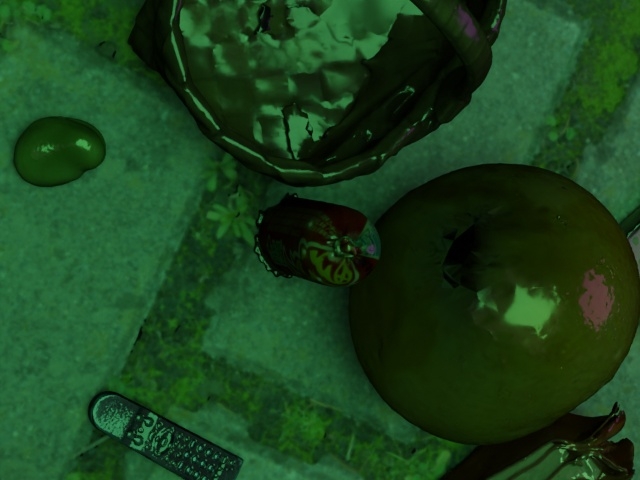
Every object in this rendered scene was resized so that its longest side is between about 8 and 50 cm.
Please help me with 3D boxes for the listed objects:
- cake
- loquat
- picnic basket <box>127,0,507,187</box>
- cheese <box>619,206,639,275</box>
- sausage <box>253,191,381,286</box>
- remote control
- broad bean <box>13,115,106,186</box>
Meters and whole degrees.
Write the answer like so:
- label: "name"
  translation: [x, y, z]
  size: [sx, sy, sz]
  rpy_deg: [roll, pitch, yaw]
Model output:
- label: "cake"
  translation: [0.173, 0.246, 1.834]
  size: [0.287, 0.135, 0.098]
  rpy_deg: [-35, 105, 8]
- label: "loquat"
  translation: [0.155, 0.057, 1.732]
  size: [0.263, 0.263, 0.263]
  rpy_deg: [0, 91, -15]
- label: "picnic basket"
  translation: [0.024, -0.210, 1.662]
  size: [0.293, 0.337, 0.337]
  rpy_deg: [40, 81, -12]
- label: "cheese"
  translation: [0.426, -0.084, 1.920]
  size: [0.400, 0.034, 0.085]
  rpy_deg: [-43, 105, -10]
- label: "sausage"
  translation: [0.000, 0.000, 1.686]
  size: [0.083, 0.264, 0.083]
  rpy_deg: [0, 92, -11]
- label: "remote control"
  translation: [-0.143, 0.182, 1.771]
  size: [0.152, 0.027, 0.043]
  rpy_deg: [32, 77, -15]
- label: "broad bean"
  translation: [-0.233, -0.081, 1.735]
  size: [0.083, 0.045, 0.063]
  rpy_deg: [-14, 106, -7]
